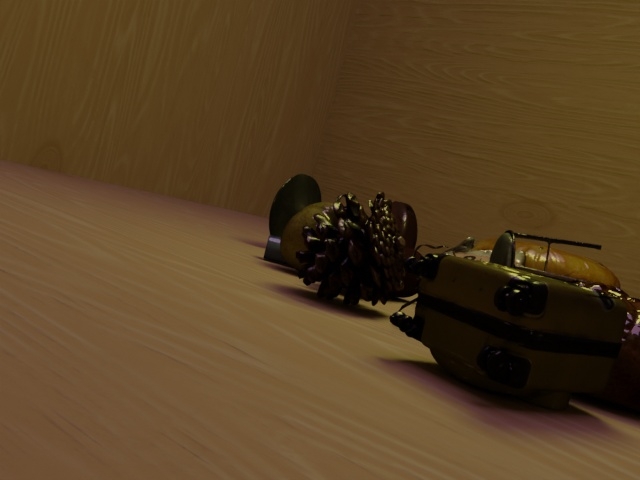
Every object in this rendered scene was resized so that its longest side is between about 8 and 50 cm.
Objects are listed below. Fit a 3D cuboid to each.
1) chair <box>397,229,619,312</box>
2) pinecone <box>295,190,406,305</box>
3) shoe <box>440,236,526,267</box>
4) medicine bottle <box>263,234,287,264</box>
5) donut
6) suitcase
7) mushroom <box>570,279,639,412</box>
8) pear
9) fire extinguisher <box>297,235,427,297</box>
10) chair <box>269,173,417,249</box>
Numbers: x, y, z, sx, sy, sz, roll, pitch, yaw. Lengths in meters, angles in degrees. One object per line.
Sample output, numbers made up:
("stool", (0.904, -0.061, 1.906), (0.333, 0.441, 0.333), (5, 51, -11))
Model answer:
("chair", (0.297, 0.061, 1.163), (0.325, 0.160, 0.170), (11, 35, 0))
("pinecone", (0.053, 0.017, 1.208), (0.207, 0.208, 0.208), (15, 3, -1))
("shoe", (0.337, 0.083, 1.546), (0.198, 0.172, 0.351), (15, 3, 12))
("medicine bottle", (-0.012, 0.043, 1.611), (0.230, 0.059, 0.059), (15, 3, -3))
("donut", (0.577, 0.117, 1.875), (0.448, 0.198, 0.449), (14, 0, 0))
("suitcase", (0.226, 0.106, 0.848), (0.234, 0.143, 0.193), (12, 4, -35))
("mushroom", (0.409, 0.149, 0.990), (0.253, 0.154, 0.253), (16, 13, -4))
("pear", (0.000, 0.000, 1.507), (0.167, 0.167, 0.136), (13, -15, -35))
("fire extinguisher", (0.091, 0.054, 1.432), (0.337, 0.135, 0.114), (16, 33, -56))
("chair", (0.084, -0.023, 1.833), (0.400, 0.227, 0.226), (19, 5, 35))
